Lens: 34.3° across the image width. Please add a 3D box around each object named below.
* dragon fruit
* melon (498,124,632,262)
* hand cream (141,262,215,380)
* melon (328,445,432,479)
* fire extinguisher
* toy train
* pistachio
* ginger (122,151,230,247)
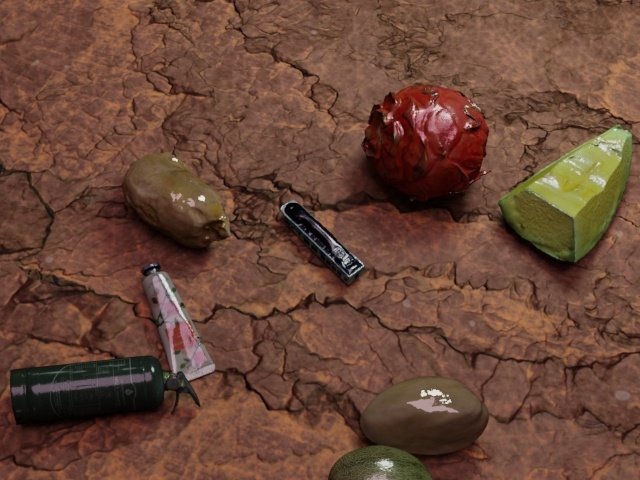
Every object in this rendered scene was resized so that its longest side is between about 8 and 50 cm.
[{"bbox_3d":[0.209,-0.195,2.042,0.252,0.241,0.241,-14,59,2],"label":"dragon fruit"},{"bbox_3d":[0.524,-0.105,2.084,0.196,0.124,0.323,41,56,17],"label":"melon"},{"bbox_3d":[-0.270,0.147,1.884,0.080,0.050,0.234,-18,67,-21],"label":"hand cream"},{"bbox_3d":[0.089,0.407,1.698,0.192,0.139,0.139,-1,58,-8],"label":"melon"},{"bbox_3d":[-0.366,0.257,1.774,0.311,0.095,0.114,-7,96,-9],"label":"fire extinguisher"},{"bbox_3d":[0.000,0.000,2.002,0.043,0.047,0.207,-35,66,-25],"label":"toy train"},{"bbox_3d":[0.178,0.303,1.787,0.226,0.136,0.136,-6,58,-3],"label":"pistachio"},{"bbox_3d":[-0.279,-0.079,1.971,0.152,0.138,0.267,-28,60,-27],"label":"ginger"}]
